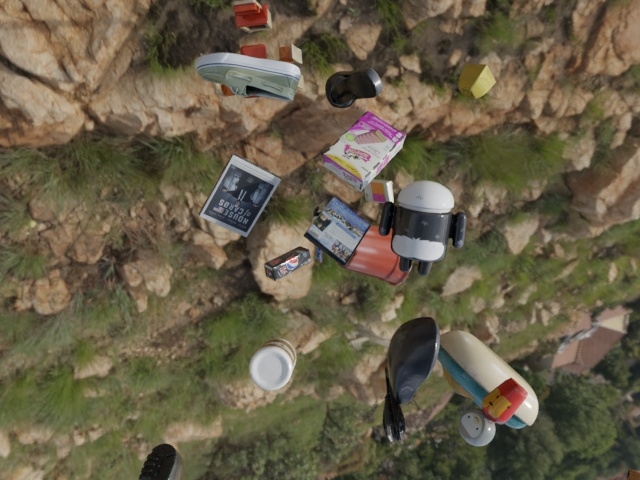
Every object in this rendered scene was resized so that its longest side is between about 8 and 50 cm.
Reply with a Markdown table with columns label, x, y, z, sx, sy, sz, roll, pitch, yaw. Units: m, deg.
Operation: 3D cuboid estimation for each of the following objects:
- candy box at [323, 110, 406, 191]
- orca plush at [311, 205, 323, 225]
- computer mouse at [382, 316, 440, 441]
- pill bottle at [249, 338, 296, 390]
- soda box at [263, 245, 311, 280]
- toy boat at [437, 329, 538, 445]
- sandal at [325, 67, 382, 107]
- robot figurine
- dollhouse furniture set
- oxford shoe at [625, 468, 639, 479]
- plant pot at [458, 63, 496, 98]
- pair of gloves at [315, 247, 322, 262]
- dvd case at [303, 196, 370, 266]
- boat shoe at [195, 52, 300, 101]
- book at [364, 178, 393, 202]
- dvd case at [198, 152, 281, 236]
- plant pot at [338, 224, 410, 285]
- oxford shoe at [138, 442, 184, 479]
| label | x | y | z | sx | sy | sz | roll | pitch | yaw |
| --- | --- | --- | --- | --- | --- | --- | --- | --- | --- |
| candy box | 0.140 | -0.290 | 1.575 | 0.233 | 0.159 | 0.071 | -48 | 164 | -20 |
| orca plush | 0.033 | -0.053 | 1.913 | 0.102 | 0.151 | 0.287 | 3 | 180 | 9 |
| computer mouse | 0.162 | 0.258 | 0.988 | 0.072 | 0.188 | 0.272 | 12 | 129 | -3 |
| pill bottle | -0.145 | 0.384 | 1.570 | 0.131 | 0.131 | 0.229 | -31 | 178 | 1 |
| soda box | -0.115 | 0.080 | 1.740 | 0.169 | 0.060 | 0.053 | -28 | 122 | -34 |
| toy boat | 0.347 | 0.324 | 1.056 | 0.148 | 0.267 | 0.318 | -49 | 172 | 8 |
| sandal | 0.068 | -0.397 | 1.287 | 0.054 | 0.254 | 0.097 | -39 | 108 | -15 |
| robot figurine | 0.303 | -0.040 | 1.470 | 0.209 | 0.173 | 0.278 | 0 | 106 | -21 |
| dollhouse furniture set | -0.199 | -0.558 | 1.461 | 0.262 | 0.135 | 0.259 | -2 | 99 | 13 |
| oxford shoe | 0.686 | 0.608 | 1.112 | 0.212 | 0.076 | 0.076 | -31 | 134 | -34 |
| plant pot | 0.481 | -0.493 | 1.537 | 0.081 | 0.081 | 0.083 | 39 | 83 | -41 |
| pair of gloves | 0.000 | 0.000 | 2.180 | 0.023 | 0.198 | 0.159 | 3 | 158 | 6 |
| dvd case | 0.066 | -0.036 | 1.769 | 0.022 | 0.180 | 0.253 | -50 | -178 | 44 |
| boat shoe | -0.206 | -0.445 | 1.346 | 0.302 | 0.094 | 0.109 | 9 | 175 | 13 |
| book | 0.241 | -0.207 | 2.061 | 0.035 | 0.144 | 0.096 | -25 | 116 | -34 |
| dvd case | -0.264 | -0.144 | 1.608 | 0.179 | 0.029 | 0.238 | 25 | 108 | -24 |
| plant pot | 0.226 | 0.044 | 2.148 | 0.265 | 0.272 | 0.272 | 12 | 126 | -22 |
| oxford shoe | -0.302 | 0.495 | 0.878 | 0.083 | 0.227 | 0.096 | 7 | 139 | 21 |
